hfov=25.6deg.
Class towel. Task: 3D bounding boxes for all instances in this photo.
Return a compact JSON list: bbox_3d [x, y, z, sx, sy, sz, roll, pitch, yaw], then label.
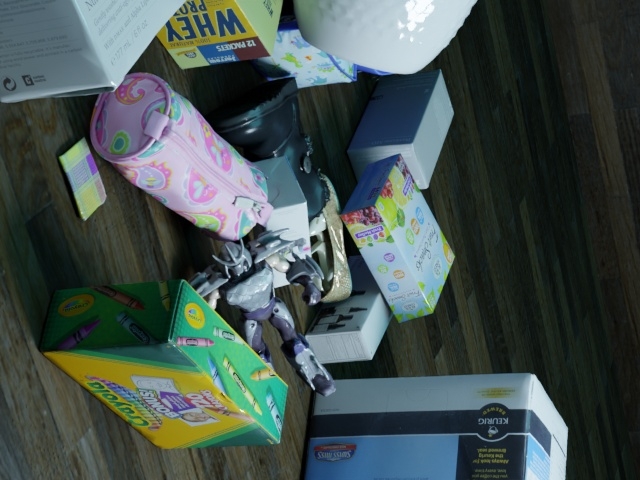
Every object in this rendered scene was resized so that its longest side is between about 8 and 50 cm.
[{"bbox_3d":[-0.272,-0.069,1.609,0.060,0.009,0.083,-54,133,-55],"label":"towel"}]

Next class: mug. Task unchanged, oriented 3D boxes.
[{"bbox_3d":[0.094,-0.417,1.901,0.374,0.276,0.328,-110,-145,-69],"label":"mug"}]

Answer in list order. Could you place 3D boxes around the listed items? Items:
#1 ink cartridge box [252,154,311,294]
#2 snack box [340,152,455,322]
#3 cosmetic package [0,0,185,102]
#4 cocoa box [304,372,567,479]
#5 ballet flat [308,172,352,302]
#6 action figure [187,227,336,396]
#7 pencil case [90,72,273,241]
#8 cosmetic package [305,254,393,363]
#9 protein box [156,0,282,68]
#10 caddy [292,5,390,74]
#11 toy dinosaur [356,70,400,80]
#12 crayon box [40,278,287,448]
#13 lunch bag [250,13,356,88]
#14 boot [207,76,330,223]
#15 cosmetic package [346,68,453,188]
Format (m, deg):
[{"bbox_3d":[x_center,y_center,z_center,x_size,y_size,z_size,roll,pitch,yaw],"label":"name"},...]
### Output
[{"bbox_3d":[-0.055,-0.012,1.923,0.104,0.061,0.181,-113,-167,-44],"label":"ink cartridge box"},{"bbox_3d":[0.125,-0.005,2.210,0.207,0.070,0.174,61,29,-22],"label":"snack box"},{"bbox_3d":[-0.299,-0.360,1.428,0.217,0.156,0.385,-64,142,-47],"label":"cosmetic package"},{"bbox_3d":[0.176,0.349,2.116,0.231,0.347,0.228,50,41,-53],"label":"cocoa box"},{"bbox_3d":[0.000,0.000,2.147,0.067,0.073,0.206,-22,103,-42],"label":"ballet flat"},{"bbox_3d":[-0.074,0.099,1.841,0.099,0.185,0.285,-115,-179,-48],"label":"action figure"},{"bbox_3d":[-0.164,-0.095,1.721,0.284,0.124,0.124,42,47,-56],"label":"pencil case"},{"bbox_3d":[0.062,0.102,2.222,0.239,0.099,0.060,-59,138,-54],"label":"cosmetic package"},{"bbox_3d":[-0.146,-0.363,1.802,0.200,0.136,0.201,54,38,-51],"label":"protein box"},{"bbox_3d":[0.064,-0.394,2.247,0.341,0.179,0.241,-19,127,-66],"label":"caddy"},{"bbox_3d":[0.099,-0.316,2.440,0.082,0.090,0.047,107,-28,-65],"label":"toy dinosaur"},{"bbox_3d":[-0.170,0.147,1.600,0.278,0.165,0.081,51,40,-51],"label":"crayon box"},{"bbox_3d":[-0.031,-0.286,2.054,0.151,0.129,0.096,21,66,-62],"label":"lunch bag"},{"bbox_3d":[-0.064,-0.109,1.983,0.246,0.094,0.207,-47,124,-67],"label":"boot"},{"bbox_3d":[0.141,-0.187,2.432,0.238,0.127,0.107,-66,144,-51],"label":"cosmetic package"}]
